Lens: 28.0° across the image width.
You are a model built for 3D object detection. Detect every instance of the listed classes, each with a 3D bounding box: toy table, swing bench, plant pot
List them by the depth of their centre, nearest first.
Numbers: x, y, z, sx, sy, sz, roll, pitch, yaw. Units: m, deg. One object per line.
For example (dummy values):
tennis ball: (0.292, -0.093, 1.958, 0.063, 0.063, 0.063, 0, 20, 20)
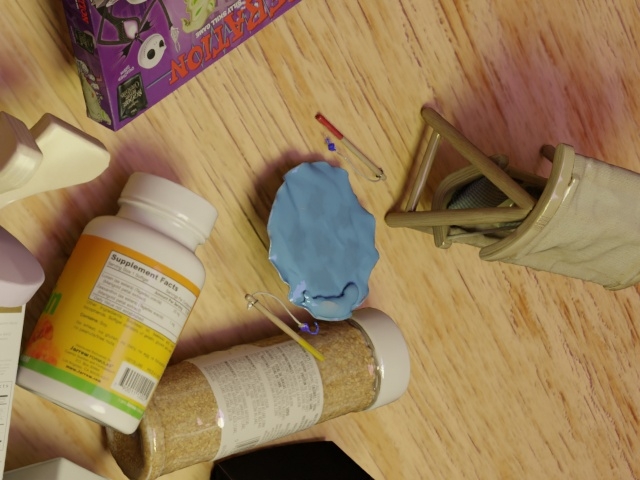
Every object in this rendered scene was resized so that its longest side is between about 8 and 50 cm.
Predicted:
toy table: (-0.326, -0.071, 1.129, 0.161, 0.252, 0.274, -52, 141, 10)
plant pot: (-0.044, 0.348, 1.520, 0.167, 0.188, 0.187, 11, 99, -26)
swing bench: (0.267, -0.039, 1.563, 0.253, 0.254, 0.165, 13, 97, -39)

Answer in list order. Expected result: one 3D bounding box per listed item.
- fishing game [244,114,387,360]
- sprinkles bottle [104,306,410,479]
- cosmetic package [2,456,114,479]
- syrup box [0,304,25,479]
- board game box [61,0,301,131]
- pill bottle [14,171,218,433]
fishing game: (0.000, 0.000, 1.476, 0.189, 0.041, 0.264, 38, 57, -38)
sprinkles bottle: (-0.067, 0.172, 1.467, 0.355, 0.121, 0.121, -13, 113, -34)
cosmetic package: (-0.273, 0.341, 1.301, 0.151, 0.151, 0.184, 38, 45, -39)
syrup box: (-0.360, 0.150, 1.252, 0.096, 0.093, 0.237, 0, 105, -37)
board game box: (-0.106, -0.279, 1.255, 0.347, 0.056, 0.208, -42, 149, -31)
pill bottle: (-0.200, 0.060, 1.307, 0.136, 0.136, 0.246, 36, 72, -40)
